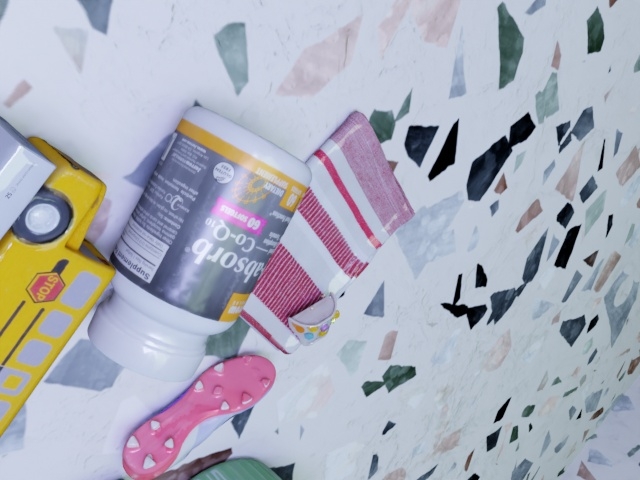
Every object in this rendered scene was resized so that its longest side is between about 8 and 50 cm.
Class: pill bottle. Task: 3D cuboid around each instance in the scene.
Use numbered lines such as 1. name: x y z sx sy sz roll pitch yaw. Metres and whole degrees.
1. pill bottle: -0.138 0.006 0.663 0.162 0.162 0.278 24 95 -48

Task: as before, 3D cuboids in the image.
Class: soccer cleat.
1. soccer cleat: -0.172 0.251 0.848 0.248 0.083 0.095 -33 162 -32

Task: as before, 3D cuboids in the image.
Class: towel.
1. towel: 0.000 0.000 0.885 0.329 0.037 0.237 -48 136 -11

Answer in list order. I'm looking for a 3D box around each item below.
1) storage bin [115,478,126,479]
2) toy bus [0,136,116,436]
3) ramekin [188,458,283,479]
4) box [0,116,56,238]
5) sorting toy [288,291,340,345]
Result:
1. storage bin: -0.302 0.385 0.789 0.135 0.098 0.091 -6 89 -41
2. toy bus: -0.318 0.071 0.570 0.333 0.108 0.130 -56 138 -4
3. ramekin: -0.148 0.508 0.950 0.303 0.148 0.303 -22 127 -33
4. box: -0.316 -0.019 0.494 0.186 0.145 0.038 -53 139 -5
5. sorting toy: -0.005 0.133 0.908 0.083 0.045 0.075 -29 147 -25
